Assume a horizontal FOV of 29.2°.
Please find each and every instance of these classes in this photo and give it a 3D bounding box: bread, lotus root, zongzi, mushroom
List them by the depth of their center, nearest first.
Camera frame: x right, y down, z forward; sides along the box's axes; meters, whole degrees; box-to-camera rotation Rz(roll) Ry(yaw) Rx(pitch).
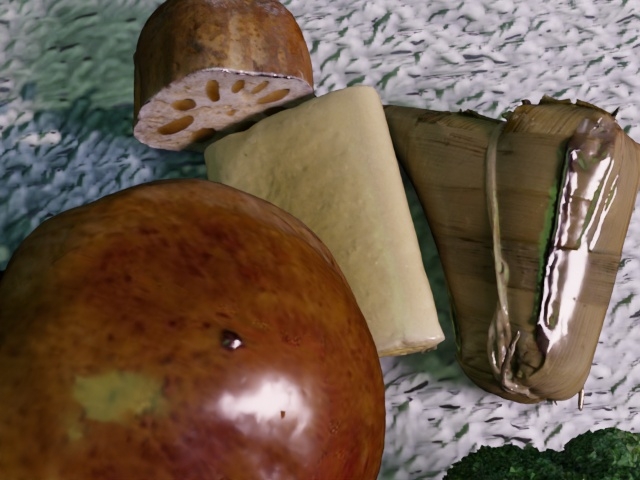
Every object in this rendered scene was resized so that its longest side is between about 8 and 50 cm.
[{"bbox_3d":[-0.097,0.092,0.650,0.283,0.195,0.263,12,87,-7],"label":"mushroom"},{"bbox_3d":[0.001,0.000,0.806,0.140,0.060,0.178,-18,74,22],"label":"bread"},{"bbox_3d":[0.099,0.000,0.806,0.197,0.099,0.194,9,83,30],"label":"zongzi"},{"bbox_3d":[-0.070,-0.111,0.830,0.122,0.112,0.081,1,59,-29],"label":"lotus root"}]

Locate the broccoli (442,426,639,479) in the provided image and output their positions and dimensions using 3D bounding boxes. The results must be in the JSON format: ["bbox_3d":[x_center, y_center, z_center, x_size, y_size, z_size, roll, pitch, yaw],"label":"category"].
[{"bbox_3d":[0.163,0.234,0.667,0.270,0.270,0.269,9,71,-27],"label":"broccoli"}]
